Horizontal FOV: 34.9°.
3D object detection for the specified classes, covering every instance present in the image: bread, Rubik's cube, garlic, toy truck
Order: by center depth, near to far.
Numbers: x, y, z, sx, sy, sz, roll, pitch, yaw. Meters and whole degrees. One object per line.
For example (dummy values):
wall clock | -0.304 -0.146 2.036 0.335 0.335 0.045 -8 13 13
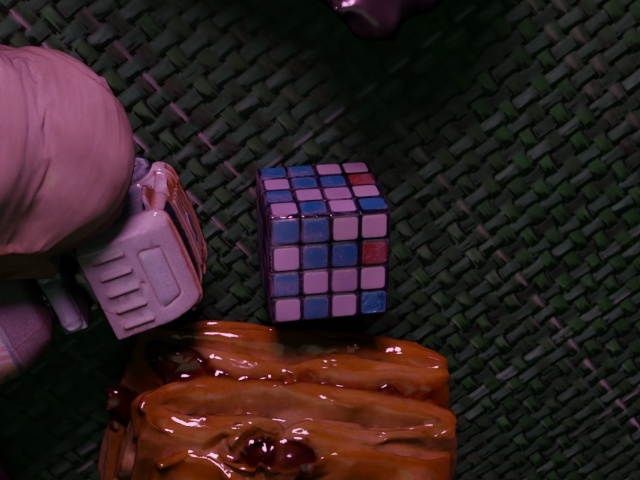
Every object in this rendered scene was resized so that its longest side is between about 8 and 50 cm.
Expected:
garlic | -0.237 -0.069 0.640 0.229 0.178 0.143 -11 160 -8
toy truck | -0.211 0.042 0.746 0.256 0.140 0.108 -19 119 1
Rubik's cube | 0.000 0.000 0.788 0.092 0.092 0.092 -4 118 -7
bread | -0.034 0.261 0.868 0.314 0.191 0.370 4 118 -13

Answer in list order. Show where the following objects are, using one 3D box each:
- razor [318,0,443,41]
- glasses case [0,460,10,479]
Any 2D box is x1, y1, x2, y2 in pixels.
razor | -0.028 -0.272 0.630 0.326 0.107 0.189 31 108 -24
glasses case | -0.317 0.264 0.882 0.123 0.076 0.317 -13 119 -2
